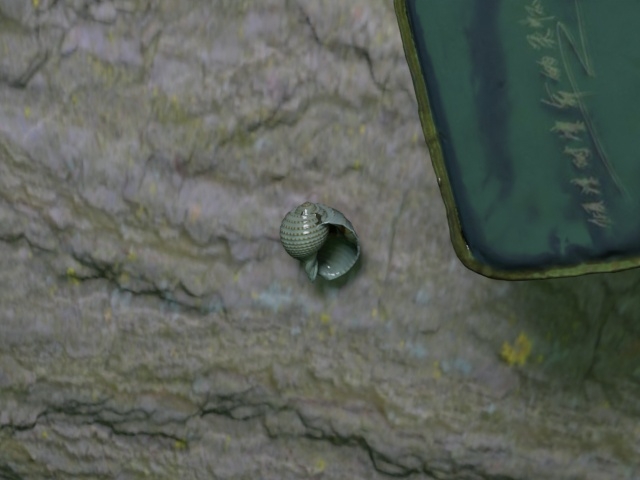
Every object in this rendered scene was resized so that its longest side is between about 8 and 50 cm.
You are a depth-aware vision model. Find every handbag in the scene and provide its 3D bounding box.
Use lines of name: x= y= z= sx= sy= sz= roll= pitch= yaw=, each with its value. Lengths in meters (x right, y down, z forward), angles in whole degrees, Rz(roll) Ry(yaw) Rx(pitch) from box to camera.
handbag: x=0.186 y=-0.129 z=0.570 sx=0.222 sy=0.241 sz=0.263 roll=-8 pitch=110 yaw=23

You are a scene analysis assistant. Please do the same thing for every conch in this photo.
conch: x=0.000 y=-0.004 z=0.795 sx=0.076 sy=0.057 sz=0.085 roll=-6 pitch=141 yaw=3
